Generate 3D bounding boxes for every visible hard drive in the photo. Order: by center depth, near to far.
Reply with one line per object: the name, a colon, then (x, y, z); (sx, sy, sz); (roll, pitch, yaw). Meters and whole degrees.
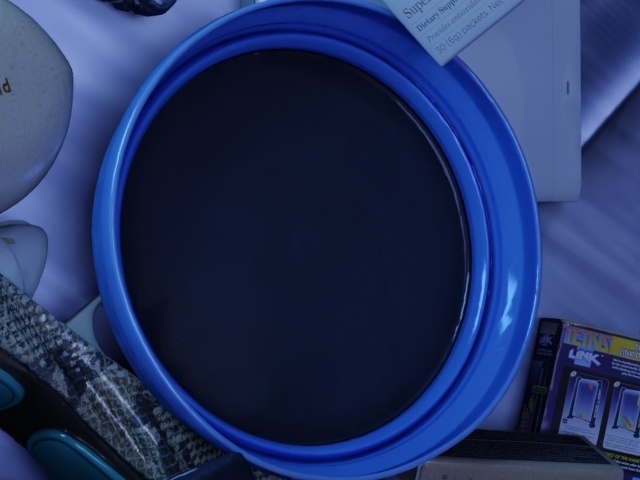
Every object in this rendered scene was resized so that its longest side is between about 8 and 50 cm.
hard drive: (0.084, -0.134, 1.517); (0.308, 0.040, 0.203); (-1, 91, -20)

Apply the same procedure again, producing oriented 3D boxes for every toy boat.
toy boat: (-0.318, -0.162, 1.311); (0.267, 0.148, 0.318); (-15, 91, -56)

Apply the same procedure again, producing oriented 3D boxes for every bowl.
bowl: (0.000, 0.000, 1.390); (0.391, 0.077, 0.391); (4, 81, -28)

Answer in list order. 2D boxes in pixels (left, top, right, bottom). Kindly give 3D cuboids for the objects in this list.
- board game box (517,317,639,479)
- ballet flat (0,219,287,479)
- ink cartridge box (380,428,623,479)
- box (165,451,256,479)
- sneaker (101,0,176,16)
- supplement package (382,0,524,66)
board game box: (0.270, 0.157, 1.584); (0.170, 0.048, 0.141); (15, 84, -19)
ballet flat: (-0.214, 0.098, 1.371); (0.483, 0.164, 0.182); (37, 57, -22)
ink cartridge box: (0.139, 0.284, 1.491); (0.193, 0.088, 0.234); (6, 104, -19)
box: (-0.157, 0.442, 1.093); (0.297, 0.480, 0.471); (-25, 87, 22)
sneaker: (-0.192, -0.309, 1.380); (0.122, 0.110, 0.283); (-42, 104, -18)
supplement package: (0.087, -0.325, 1.392); (0.293, 0.177, 0.175); (47, 43, -6)
